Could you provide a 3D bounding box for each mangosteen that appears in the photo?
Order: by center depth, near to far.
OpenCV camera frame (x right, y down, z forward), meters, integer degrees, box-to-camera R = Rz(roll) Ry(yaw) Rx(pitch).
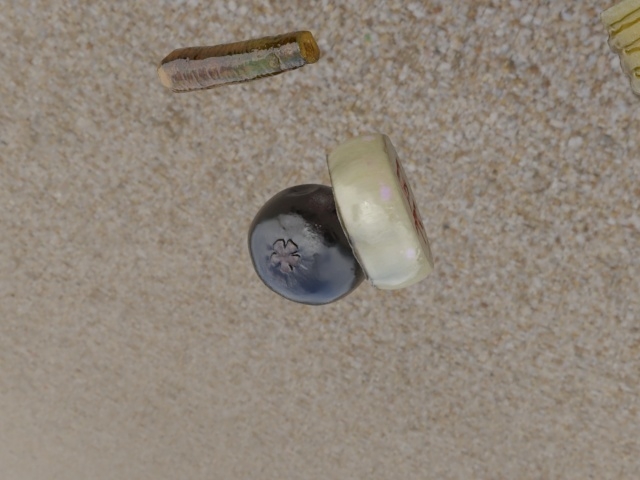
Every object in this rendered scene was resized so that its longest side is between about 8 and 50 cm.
[{"bbox_3d":[0.000,0.000,0.879,0.137,0.151,0.137,11,112,28],"label":"mangosteen"}]

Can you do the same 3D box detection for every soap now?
[{"bbox_3d":[0.515,-0.311,1.154,0.140,0.073,0.232,63,151,-2],"label":"soap"}]

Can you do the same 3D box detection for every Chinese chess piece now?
[{"bbox_3d":[0.047,-0.022,0.635,0.051,0.122,0.122,-21,136,10],"label":"Chinese chess piece"}]

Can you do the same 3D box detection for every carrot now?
[{"bbox_3d":[-0.074,-0.157,0.723,0.170,0.042,0.042,-2,141,36],"label":"carrot"}]
